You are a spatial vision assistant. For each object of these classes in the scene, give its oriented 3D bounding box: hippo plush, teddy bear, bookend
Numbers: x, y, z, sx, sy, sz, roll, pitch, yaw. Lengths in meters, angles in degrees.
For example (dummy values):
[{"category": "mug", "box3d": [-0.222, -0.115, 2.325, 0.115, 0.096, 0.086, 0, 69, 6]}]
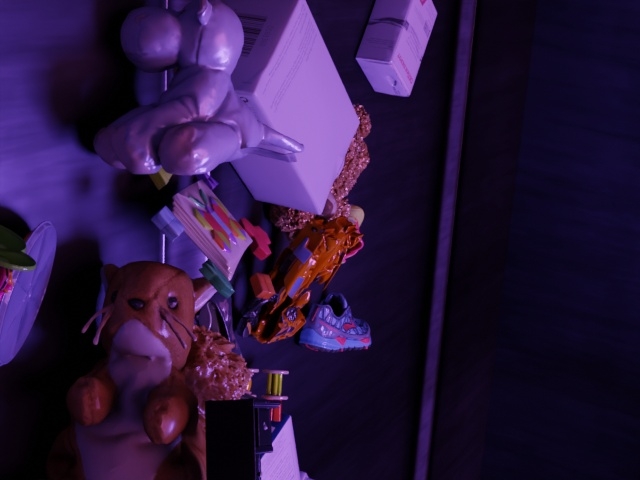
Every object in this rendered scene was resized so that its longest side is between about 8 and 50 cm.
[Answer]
[{"category": "hippo plush", "box3d": [-0.183, -0.224, 1.584, 0.234, 0.294, 0.237, -69, 158, -77]}, {"category": "teddy bear", "box3d": [0.025, -0.132, 2.221, 0.338, 0.113, 0.245, -39, 149, -58]}, {"category": "bookend", "box3d": [-0.107, 0.307, 1.596, 0.156, 0.072, 0.157, 38, 49, -74]}]

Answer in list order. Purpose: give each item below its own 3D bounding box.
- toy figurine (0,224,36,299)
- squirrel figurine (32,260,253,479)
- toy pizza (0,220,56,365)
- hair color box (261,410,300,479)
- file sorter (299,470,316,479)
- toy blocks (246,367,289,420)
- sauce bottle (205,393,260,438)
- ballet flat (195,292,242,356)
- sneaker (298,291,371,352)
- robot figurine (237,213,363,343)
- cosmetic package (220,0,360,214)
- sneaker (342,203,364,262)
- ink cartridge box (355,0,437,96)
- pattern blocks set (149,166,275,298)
[{"category": "toy figurine", "box3d": [-0.426, 0.067, 1.332, 0.130, 0.173, 0.159, 8, 107, -54]}, {"category": "squirrel figurine", "box3d": [-0.261, 0.218, 1.696, 0.397, 0.280, 0.371, 18, 74, -80]}, {"category": "toy pizza", "box3d": [-0.398, 0.067, 1.464, 0.201, 0.032, 0.201, -162, -90, -89]}, {"category": "hair color box", "box3d": [-0.122, 0.518, 2.252, 0.174, 0.105, 0.347, -51, 144, -44]}, {"category": "file sorter", "box3d": [-0.010, 0.704, 2.508, 0.278, 0.173, 0.193, -62, 151, -29]}, {"category": "toy blocks", "box3d": [-0.120, 0.322, 2.149, 0.123, 0.054, 0.148, 8, 83, -33]}, {"category": "sauce bottle", "box3d": [-0.201, 0.441, 2.033, 0.345, 0.111, 0.111, -66, 155, -4]}, {"category": "ballet flat", "box3d": [-0.185, 0.176, 1.983, 0.074, 0.074, 0.203, -30, 116, -59]}, {"category": "sneaker", "box3d": [0.048, 0.177, 2.463, 0.262, 0.104, 0.125, 1, 99, -66]}, {"category": "robot figurine", "box3d": [-0.045, 0.083, 2.127, 0.291, 0.085, 0.211, -57, 161, 19]}, {"category": "cosmetic package", "box3d": [-0.076, -0.237, 1.931, 0.217, 0.156, 0.385, -66, 155, -23]}, {"category": "sneaker", "box3d": [0.055, -0.006, 2.346, 0.208, 0.094, 0.082, -51, 142, -48]}, {"category": "ink cartridge box", "box3d": [0.168, -0.446, 2.433, 0.158, 0.092, 0.218, 48, 56, -61]}, {"category": "pattern blocks set", "box3d": [-0.168, -0.023, 1.756, 0.285, 0.026, 0.325, 46, 16, -19]}]
